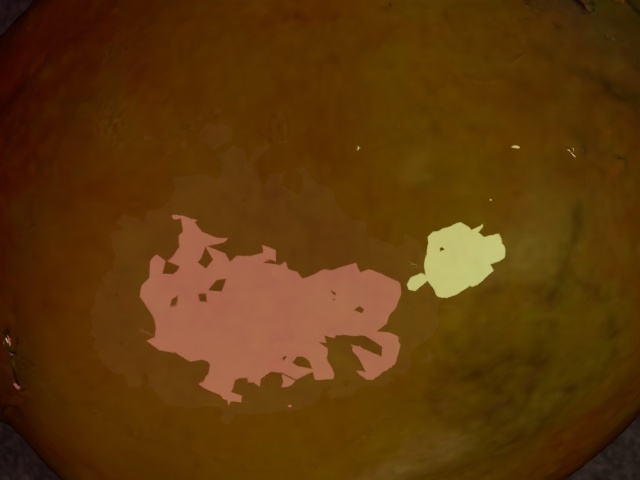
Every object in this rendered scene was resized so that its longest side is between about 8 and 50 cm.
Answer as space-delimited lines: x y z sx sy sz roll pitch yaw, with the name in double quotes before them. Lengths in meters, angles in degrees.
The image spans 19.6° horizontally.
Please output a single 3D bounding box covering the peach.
"peach" 0.000 -0.002 0.872 0.373 0.289 0.372 -10 143 -7
